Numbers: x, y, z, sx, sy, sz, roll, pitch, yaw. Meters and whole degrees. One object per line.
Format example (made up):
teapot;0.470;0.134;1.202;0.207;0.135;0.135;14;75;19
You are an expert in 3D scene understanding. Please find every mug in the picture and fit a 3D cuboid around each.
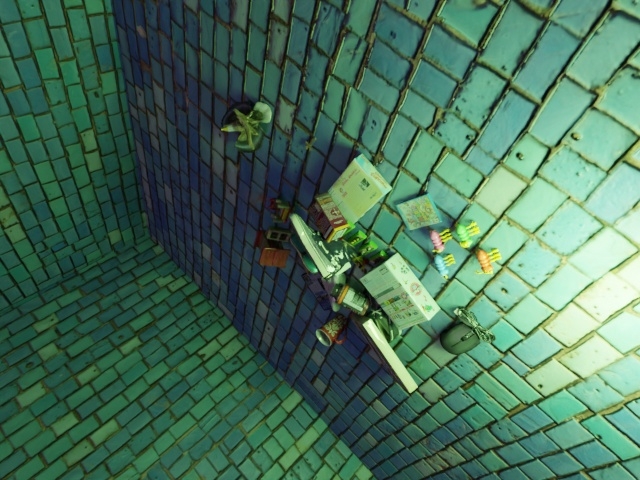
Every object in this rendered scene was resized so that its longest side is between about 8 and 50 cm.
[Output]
mug;0.084;0.506;2.345;0.150;0.169;0.113;44;144;13

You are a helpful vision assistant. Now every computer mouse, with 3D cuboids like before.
computer mouse;0.580;0.406;1.761;0.188;0.072;0.272;44;144;13

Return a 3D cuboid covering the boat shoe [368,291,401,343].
boat shoe;0.300;0.358;2.032;0.114;0.091;0.303;-14;108;53

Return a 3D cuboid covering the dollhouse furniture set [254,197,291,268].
dollhouse furniture set;-0.224;-0.060;2.234;0.201;0.152;0.374;-116;42;-54

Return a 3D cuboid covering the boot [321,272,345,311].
boot;0.066;0.249;2.234;0.123;0.095;0.258;32;132;38

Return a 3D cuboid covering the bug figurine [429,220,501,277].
bug figurine;0.502;0.043;1.547;0.279;0.072;0.216;-13;108;54

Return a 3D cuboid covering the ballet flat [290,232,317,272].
ballet flat;-0.083;0.064;2.263;0.086;0.086;0.248;-22;100;55

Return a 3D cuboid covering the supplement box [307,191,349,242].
supplement box;0.032;-0.101;1.828;0.188;0.080;0.104;59;148;18

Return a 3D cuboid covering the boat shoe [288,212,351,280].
boat shoe;0.000;0.000;1.892;0.341;0.158;0.127;60;172;-6

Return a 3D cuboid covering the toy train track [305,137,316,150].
toy train track;-0.040;-0.426;1.843;0.083;0.014;0.048;-35;83;50

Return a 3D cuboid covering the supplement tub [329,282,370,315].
supplement tub;0.147;0.289;2.100;0.197;0.106;0.106;28;141;5

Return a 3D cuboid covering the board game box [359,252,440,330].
board game box;0.347;0.234;1.871;0.303;0.097;0.224;53;146;4

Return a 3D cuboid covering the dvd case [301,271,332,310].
dvd case;0.003;0.279;2.379;0.253;0.022;0.180;56;146;-3

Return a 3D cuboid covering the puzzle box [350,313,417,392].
puzzle box;0.313;0.558;2.125;0.409;0.052;0.272;55;170;-1

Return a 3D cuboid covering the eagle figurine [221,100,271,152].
eagle figurine;-0.370;-0.552;2.015;0.298;0.225;0.226;-148;75;-77

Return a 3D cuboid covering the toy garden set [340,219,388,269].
toy garden set;0.159;0.037;1.913;0.244;0.049;0.204;41;151;-7

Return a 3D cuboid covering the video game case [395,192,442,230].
video game case;0.377;-0.108;1.617;0.166;0.015;0.119;-18;105;54

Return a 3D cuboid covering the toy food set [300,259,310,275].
toy food set;-0.081;0.135;2.335;0.078;0.019;0.122;-32;81;55

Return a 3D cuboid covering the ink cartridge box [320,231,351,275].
ink cartridge box;0.049;0.057;2.020;0.212;0.093;0.154;57;-179;-1

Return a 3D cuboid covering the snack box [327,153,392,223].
snack box;0.144;-0.198;1.774;0.187;0.060;0.322;50;146;4
